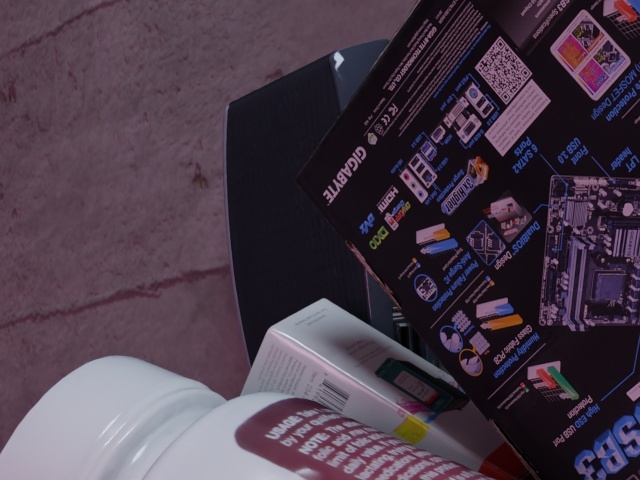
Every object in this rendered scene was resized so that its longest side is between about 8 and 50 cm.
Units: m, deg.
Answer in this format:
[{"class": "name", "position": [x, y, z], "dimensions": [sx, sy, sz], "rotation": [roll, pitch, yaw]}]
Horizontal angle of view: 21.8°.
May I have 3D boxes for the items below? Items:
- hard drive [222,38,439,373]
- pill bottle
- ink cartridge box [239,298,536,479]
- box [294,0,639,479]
[{"class": "hard drive", "position": [0.000, 0.000, 1.172], "dimensions": [0.172, 0.054, 0.255], "rotation": [-19, 74, 48]}, {"class": "pill bottle", "position": [0.015, 0.216, 0.906], "dimensions": [0.392, 0.224, 0.224], "rotation": [21, 106, 26]}, {"class": "ink cartridge box", "position": [0.054, 0.155, 1.049], "dimensions": [0.231, 0.078, 0.134], "rotation": [32, 115, 19]}, {"class": "box", "position": [0.152, -0.016, 0.881], "dimensions": [0.293, 0.073, 0.295], "rotation": [49, 138, 12]}]
